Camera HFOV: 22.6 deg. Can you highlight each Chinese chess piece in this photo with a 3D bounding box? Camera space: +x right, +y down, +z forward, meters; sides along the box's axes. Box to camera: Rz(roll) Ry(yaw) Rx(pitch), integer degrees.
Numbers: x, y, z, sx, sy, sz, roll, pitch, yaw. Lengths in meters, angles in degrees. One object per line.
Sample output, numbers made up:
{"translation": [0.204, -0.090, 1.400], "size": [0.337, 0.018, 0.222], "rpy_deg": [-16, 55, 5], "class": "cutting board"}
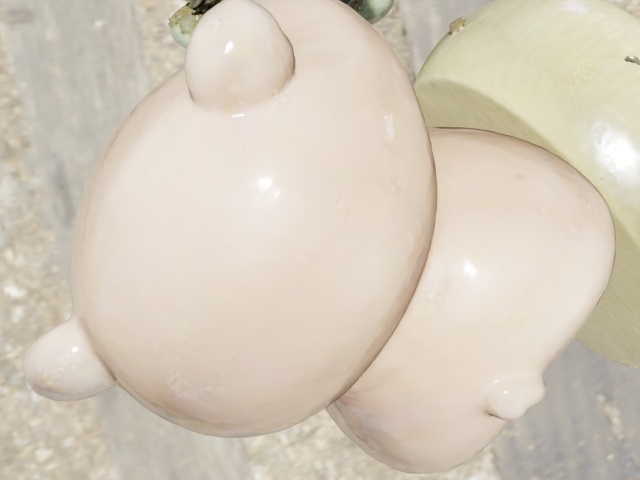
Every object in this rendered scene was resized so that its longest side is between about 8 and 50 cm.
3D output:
{"translation": [0.175, -0.040, 1.046], "size": [0.102, 0.273, 0.273], "rpy_deg": [-40, 72, -14], "class": "Chinese chess piece"}

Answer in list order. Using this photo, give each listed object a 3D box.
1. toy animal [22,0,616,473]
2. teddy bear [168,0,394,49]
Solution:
{"translation": [0.008, 0.012, 0.740], "size": [0.221, 0.229, 0.210], "rpy_deg": [35, 111, 5], "class": "toy animal"}
{"translation": [-0.049, -0.327, 1.808], "size": [0.267, 0.256, 0.156], "rpy_deg": [-8, 77, -4], "class": "teddy bear"}
